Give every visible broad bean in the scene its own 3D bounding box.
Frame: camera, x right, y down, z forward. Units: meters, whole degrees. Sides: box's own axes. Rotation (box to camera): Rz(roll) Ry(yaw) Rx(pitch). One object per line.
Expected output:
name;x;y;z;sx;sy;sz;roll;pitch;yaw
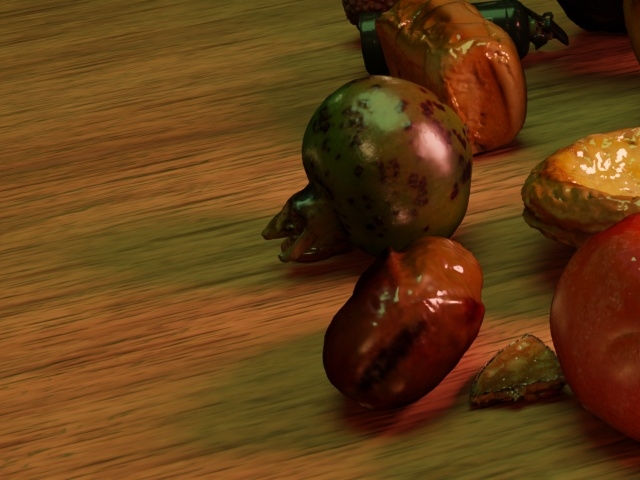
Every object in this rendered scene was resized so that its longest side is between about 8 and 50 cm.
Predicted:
broad bean;0.082;0.076;1.366;0.122;0.156;0.228;40;28;2

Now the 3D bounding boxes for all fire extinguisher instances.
fire extinguisher;0.219;-0.309;2.190;0.311;0.114;0.095;-5;64;10

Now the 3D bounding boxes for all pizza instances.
pizza;0.178;0.130;1.333;0.099;0.029;0.100;-24;26;-15

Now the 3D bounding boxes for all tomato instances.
tomato;0.313;0.067;1.231;0.232;0.189;0.232;-8;26;4

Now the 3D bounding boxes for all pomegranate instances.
pomegranate;0.053;-0.068;1.600;0.263;0.211;0.211;-31;29;-9

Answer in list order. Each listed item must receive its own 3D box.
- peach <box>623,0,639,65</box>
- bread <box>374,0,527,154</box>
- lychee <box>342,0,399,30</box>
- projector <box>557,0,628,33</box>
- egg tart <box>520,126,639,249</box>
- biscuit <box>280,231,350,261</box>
peach;0.531;-0.275;1.743;0.315;0.281;0.314;33;49;-7
bread;0.176;-0.232;1.940;0.132;0.167;0.294;-14;25;-12
lychee;0.130;-0.407;2.337;0.197;0.165;0.165;-26;22;13
projector;0.512;-0.465;2.061;0.395;0.405;0.242;5;71;28
egg tart;0.356;-0.032;1.516;0.294;0.123;0.294;-5;21;2
biscuit;0.000;0.000;1.676;0.078;0.015;0.091;10;30;35
